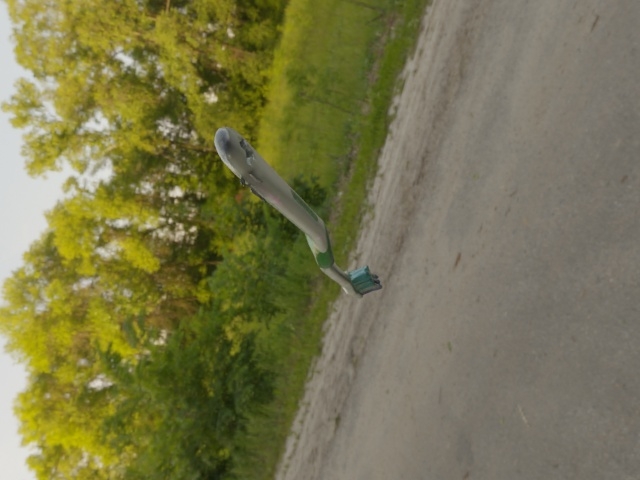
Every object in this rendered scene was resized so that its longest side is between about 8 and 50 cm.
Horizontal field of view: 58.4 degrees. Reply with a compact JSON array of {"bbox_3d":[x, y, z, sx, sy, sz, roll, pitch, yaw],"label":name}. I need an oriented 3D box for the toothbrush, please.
[{"bbox_3d":[-0.005,0.002,0.548,0.418,0.040,0.042,43,-154,-65],"label":"toothbrush"}]
